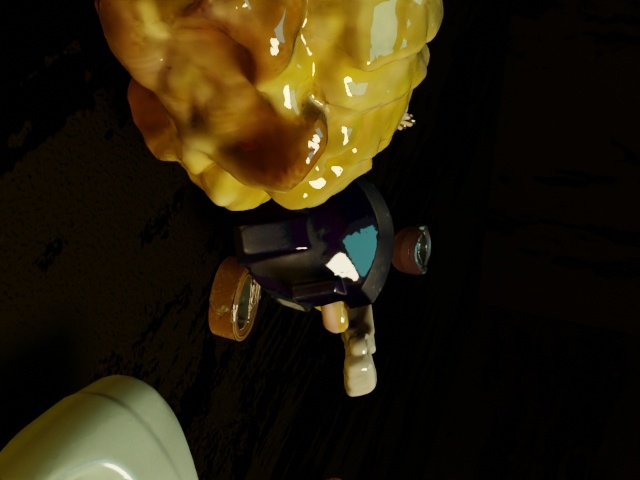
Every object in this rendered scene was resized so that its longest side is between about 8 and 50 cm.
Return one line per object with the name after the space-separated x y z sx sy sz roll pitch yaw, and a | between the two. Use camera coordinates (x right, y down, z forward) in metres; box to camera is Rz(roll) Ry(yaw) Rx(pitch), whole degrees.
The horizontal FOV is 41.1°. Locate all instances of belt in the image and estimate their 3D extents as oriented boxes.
-0.088 0.058 0.862 0.059 0.036 0.083 -3 104 -67 | belt

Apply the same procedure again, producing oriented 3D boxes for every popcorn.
-0.024 -0.156 0.630 0.332 0.225 0.265 -70 161 -69 | popcorn

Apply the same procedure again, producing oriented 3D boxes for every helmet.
0.170 0.017 1.649 0.123 0.070 0.098 -28 119 -74 | helmet

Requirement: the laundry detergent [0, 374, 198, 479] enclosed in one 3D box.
-0.204 0.269 0.467 0.398 0.125 0.264 -44 143 -60 | laundry detergent

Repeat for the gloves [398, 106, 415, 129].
0.063 -0.200 1.101 0.110 0.094 0.144 -67 145 -68 | gloves

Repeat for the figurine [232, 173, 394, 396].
0.001 -0.004 0.850 0.143 0.308 0.308 -37 160 1 | figurine

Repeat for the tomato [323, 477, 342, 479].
-0.015 0.429 1.299 0.155 0.069 0.155 12 90 -71 | tomato
